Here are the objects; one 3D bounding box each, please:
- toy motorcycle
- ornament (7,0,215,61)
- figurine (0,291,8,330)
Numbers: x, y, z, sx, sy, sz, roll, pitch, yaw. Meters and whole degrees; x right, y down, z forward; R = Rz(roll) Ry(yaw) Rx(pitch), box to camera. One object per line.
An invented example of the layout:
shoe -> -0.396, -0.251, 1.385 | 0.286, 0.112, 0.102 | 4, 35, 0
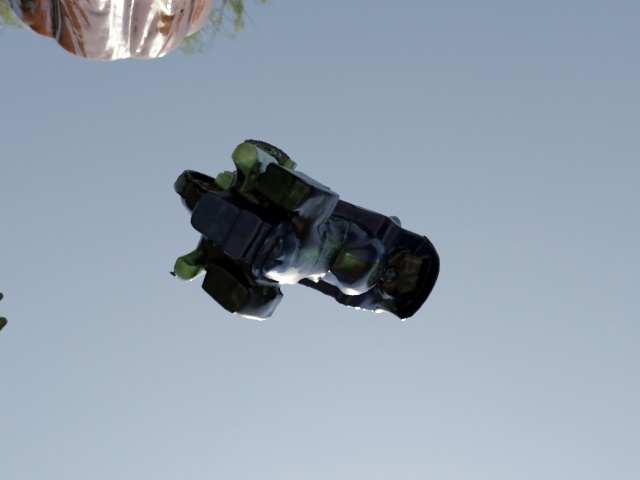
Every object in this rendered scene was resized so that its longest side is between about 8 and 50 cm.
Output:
toy motorcycle -> 0.000, 0.000, 0.748 | 0.196, 0.331, 0.125 | 33, -80, 24
ornament -> -0.153, -0.256, 0.575 | 0.221, 0.217, 0.235 | 23, -115, -11
figurine -> -0.470, 0.006, 0.827 | 0.167, 0.342, 0.285 | -44, -54, -29
